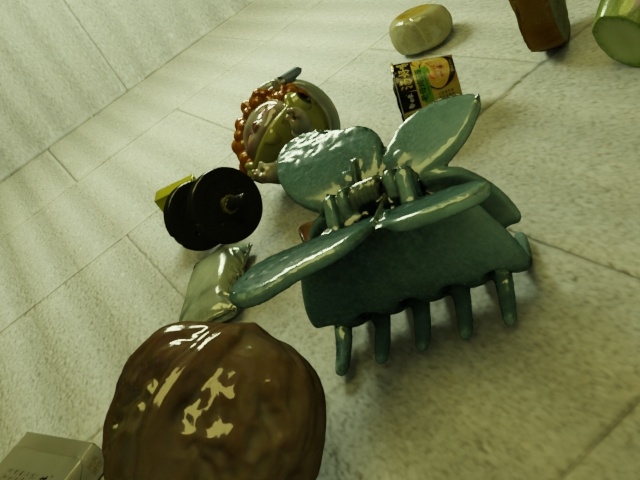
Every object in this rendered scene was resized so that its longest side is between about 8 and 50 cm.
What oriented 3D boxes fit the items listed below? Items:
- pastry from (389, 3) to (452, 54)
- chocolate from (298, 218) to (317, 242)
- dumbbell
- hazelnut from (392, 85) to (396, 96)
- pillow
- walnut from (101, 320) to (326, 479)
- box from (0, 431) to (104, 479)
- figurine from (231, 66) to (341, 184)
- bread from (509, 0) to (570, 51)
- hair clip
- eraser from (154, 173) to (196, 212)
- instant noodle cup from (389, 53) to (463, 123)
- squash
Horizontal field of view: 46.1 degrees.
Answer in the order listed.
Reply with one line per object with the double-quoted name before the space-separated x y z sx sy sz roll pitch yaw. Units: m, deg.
"pastry" 0.240 -0.509 1.799 0.156 0.092 0.156 -19 28 10
"chocolate" 0.000 0.000 1.312 0.064 0.031 0.101 -16 32 -6
"dumbbell" -0.209 -0.057 1.445 0.143 0.143 0.325 -47 17 -24
"hazelnut" 0.195 -0.326 1.580 0.086 0.086 0.086 -25 30 15
"pillow" -0.190 0.082 1.355 0.128 0.051 0.229 -22 28 15
"walnut" -0.126 0.218 0.878 0.273 0.227 0.273 -32 44 37
"box" -0.480 0.443 1.085 0.204 0.051 0.365 -6 38 40
"figurine" -0.046 -0.157 1.444 0.225 0.205 0.382 -55 31 25
"bread" 0.409 -0.475 1.430 0.069 0.236 0.236 -14 34 31
"hair clip" 0.102 0.002 0.983 0.318 0.239 0.392 -21 29 19
"eraser" -0.280 -0.070 1.605 0.097 0.122 0.045 -26 32 14
"instant noodle cup" 0.208 -0.280 1.435 0.122 0.152 0.151 -13 33 11
"squash" 0.530 -0.371 1.230 0.123 0.170 0.170 -52 32 -9
